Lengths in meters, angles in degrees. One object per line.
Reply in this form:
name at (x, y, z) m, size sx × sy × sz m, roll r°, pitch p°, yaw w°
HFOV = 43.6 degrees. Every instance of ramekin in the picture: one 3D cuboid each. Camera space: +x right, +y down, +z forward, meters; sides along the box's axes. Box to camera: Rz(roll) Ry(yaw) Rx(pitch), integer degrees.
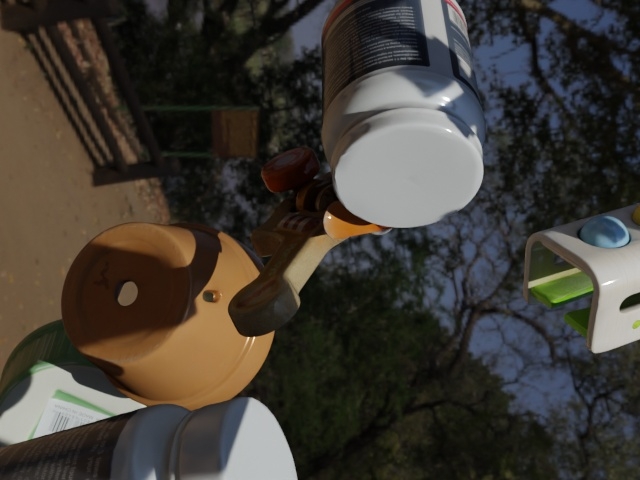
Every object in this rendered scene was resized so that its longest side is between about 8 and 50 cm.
ramekin at (-0.411, 0.297, 1.373) m, size 0.148 × 0.303 × 0.303 m, roll -112°, pitch -167°, yaw -72°

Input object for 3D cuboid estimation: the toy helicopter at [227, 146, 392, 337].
toy helicopter at (0.000, 0.000, 1.022) m, size 0.140 × 0.235 × 0.355 m, roll 66°, pitch 34°, yaw -25°

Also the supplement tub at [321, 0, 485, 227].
supplement tub at (0.096, -0.171, 0.967) m, size 0.191 × 0.191 × 0.272 m, roll 83°, pitch 6°, yaw -50°

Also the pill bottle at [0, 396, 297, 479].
pill bottle at (-0.219, 0.292, 0.858) m, size 0.204 × 0.361 × 0.204 m, roll -19°, pitch 90°, yaw -73°

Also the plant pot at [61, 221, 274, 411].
plant pot at (-0.232, 0.098, 1.156) m, size 0.203 × 0.290 × 0.291 m, roll 42°, pitch 36°, yaw -67°

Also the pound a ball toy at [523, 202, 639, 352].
pound a ball toy at (0.427, 0.025, 0.916) m, size 0.208 × 0.319 × 0.136 m, roll -134°, pitch -145°, yaw -54°
